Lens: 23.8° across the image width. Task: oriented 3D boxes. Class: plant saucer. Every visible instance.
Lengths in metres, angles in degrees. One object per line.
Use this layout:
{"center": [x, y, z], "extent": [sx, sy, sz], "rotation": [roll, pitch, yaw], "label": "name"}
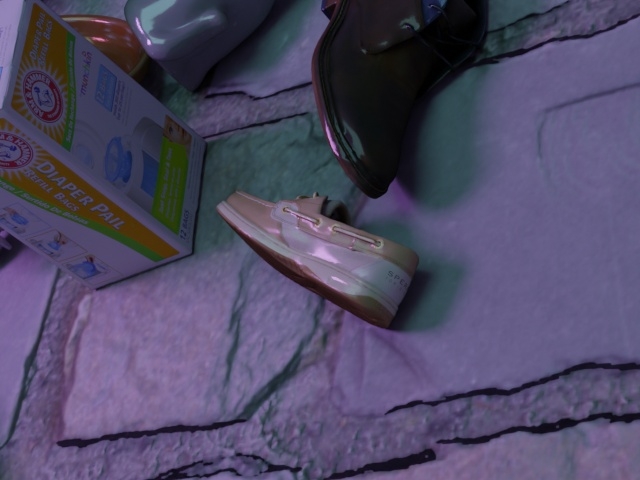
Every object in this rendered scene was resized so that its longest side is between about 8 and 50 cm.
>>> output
{"center": [-0.238, -0.132, 1.275], "extent": [0.199, 0.037, 0.200], "rotation": [-7, 32, 4], "label": "plant saucer"}

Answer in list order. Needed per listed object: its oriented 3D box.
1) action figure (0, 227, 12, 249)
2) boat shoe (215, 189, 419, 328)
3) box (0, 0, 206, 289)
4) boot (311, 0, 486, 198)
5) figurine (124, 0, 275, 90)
{"center": [-0.342, -0.058, 1.274], "extent": [0.099, 0.185, 0.285], "rotation": [-39, 25, -1], "label": "action figure"}
{"center": [0.000, 0.000, 1.009], "extent": [0.170, 0.063, 0.059], "rotation": [30, 79, 40], "label": "boat shoe"}
{"center": [-0.191, -0.068, 1.116], "extent": [0.103, 0.203, 0.114], "rotation": [-20, 49, 30], "label": "box"}
{"center": [0.058, -0.132, 1.040], "extent": [0.106, 0.082, 0.219], "rotation": [-27, 43, 28], "label": "boot"}
{"center": [-0.069, -0.250, 1.245], "extent": [0.209, 0.092, 0.215], "rotation": [-36, 43, 9], "label": "figurine"}
